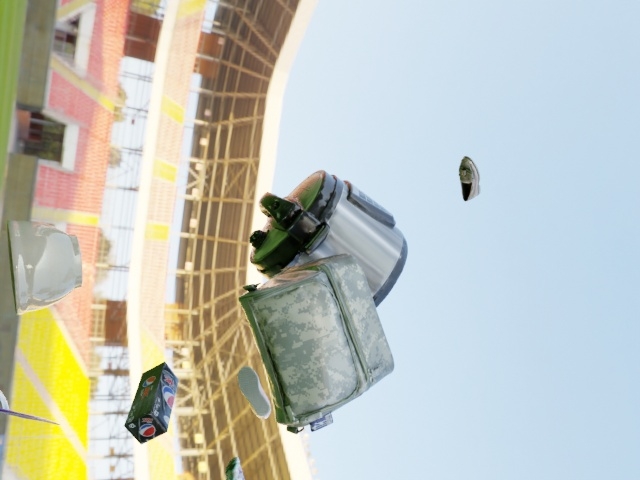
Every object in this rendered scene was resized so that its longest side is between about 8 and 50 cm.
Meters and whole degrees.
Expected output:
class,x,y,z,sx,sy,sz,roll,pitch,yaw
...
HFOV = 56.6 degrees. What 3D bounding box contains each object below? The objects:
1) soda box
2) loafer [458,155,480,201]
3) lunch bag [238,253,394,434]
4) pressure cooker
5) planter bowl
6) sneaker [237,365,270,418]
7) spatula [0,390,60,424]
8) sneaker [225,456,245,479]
class,x,y,z,sx,sy,sz,roll,pitch,yaw
soda box,-0.315,0.303,1.122,0.053,0.060,0.169,60,6,-21
loafer,0.327,-0.133,1.315,0.039,0.125,0.045,-43,-130,-11
lunch bag,-0.022,0.204,1.220,0.213,0.256,0.305,-15,-87,48
pressure cooker,-0.003,0.005,1.722,0.370,0.420,0.375,-36,-158,44
planter bowl,-0.473,0.042,1.025,0.162,0.109,0.162,15,-73,59
sneaker,-0.161,0.376,1.451,0.134,0.051,0.070,58,-15,25
spatula,-0.579,0.268,1.049,0.297,0.084,0.030,21,-110,23
sneaker,-0.185,0.552,1.364,0.038,0.069,0.098,-35,-152,23
